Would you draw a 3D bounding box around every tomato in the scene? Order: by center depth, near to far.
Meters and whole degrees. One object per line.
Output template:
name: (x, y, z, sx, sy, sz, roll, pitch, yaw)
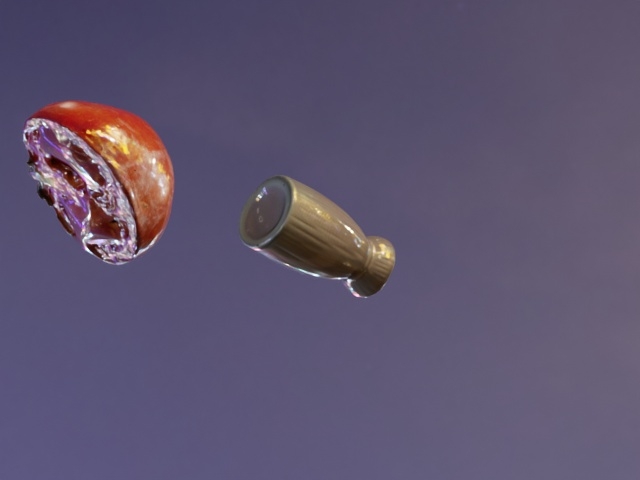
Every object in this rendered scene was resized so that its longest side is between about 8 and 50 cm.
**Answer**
tomato: (-0.187, -0.063, 1.431, 0.091, 0.139, 0.159, -39, -48, -34)

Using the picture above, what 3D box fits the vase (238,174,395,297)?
vase: (0.000, 0.000, 1.037, 0.100, 0.053, 0.053, 29, -58, -37)
